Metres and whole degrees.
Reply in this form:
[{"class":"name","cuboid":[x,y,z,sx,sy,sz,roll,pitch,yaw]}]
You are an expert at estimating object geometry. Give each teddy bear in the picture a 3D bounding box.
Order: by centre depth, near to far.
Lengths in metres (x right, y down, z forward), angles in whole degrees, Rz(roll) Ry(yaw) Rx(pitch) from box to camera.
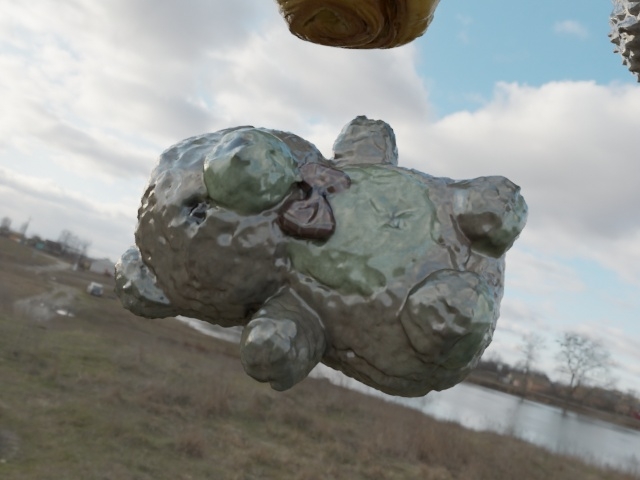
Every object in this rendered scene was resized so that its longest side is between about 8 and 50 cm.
[{"class":"teddy bear","cuboid":[0.001,0.001,0.454,0.267,0.236,0.151,26,-36,6]}]

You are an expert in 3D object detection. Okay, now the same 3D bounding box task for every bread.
[{"class":"bread","cuboid":[0.031,-0.296,0.647,0.198,0.120,0.236,9,-22,15]}]

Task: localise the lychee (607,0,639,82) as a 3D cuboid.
[{"class":"lychee","cuboid":[0.694,-0.410,1.079,0.380,0.432,0.380,18,-52,25]}]
